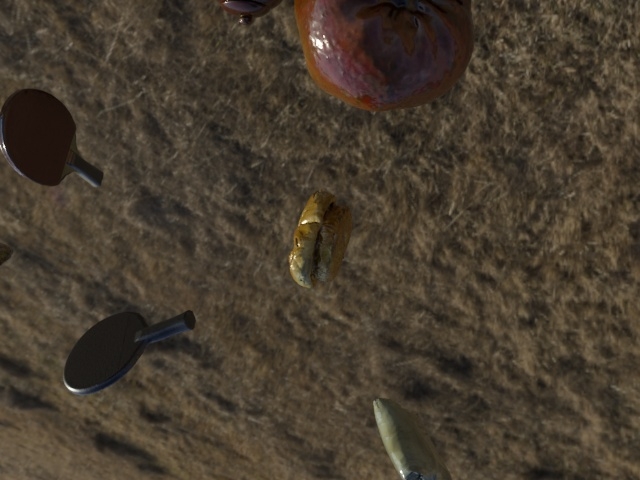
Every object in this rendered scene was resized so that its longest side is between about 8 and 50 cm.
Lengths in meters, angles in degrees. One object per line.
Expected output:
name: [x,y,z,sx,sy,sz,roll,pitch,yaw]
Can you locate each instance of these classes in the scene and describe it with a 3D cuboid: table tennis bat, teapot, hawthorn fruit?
table tennis bat: [-0.392,-0.137,0.902,0.019,0.130,0.220,5,163,16]
teapot: [-0.163,-0.560,1.371,0.178,0.135,0.252,-1,-170,-9]
table tennis bat: [-0.303,0.161,0.951,0.236,0.150,0.027,-21,130,12]
hawthorn fruit: [0.124,-0.469,1.326,0.402,0.403,0.403,13,144,10]

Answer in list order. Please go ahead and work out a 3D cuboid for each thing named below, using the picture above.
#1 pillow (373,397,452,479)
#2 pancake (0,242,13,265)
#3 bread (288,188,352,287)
pillow: [0.159,0.372,1.071,0.077,0.181,0.134,-37,128,7]
pancake: [-0.532,0.054,0.792,0.249,0.250,0.031,-4,109,30]
bread: [0.000,0.002,1.494,0.120,0.236,0.198,16,162,11]
